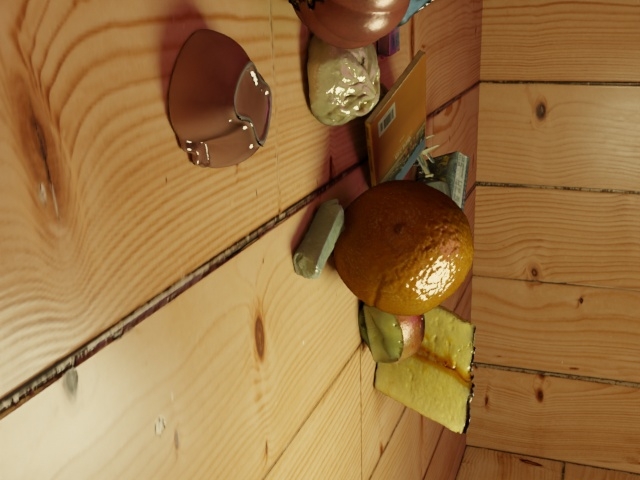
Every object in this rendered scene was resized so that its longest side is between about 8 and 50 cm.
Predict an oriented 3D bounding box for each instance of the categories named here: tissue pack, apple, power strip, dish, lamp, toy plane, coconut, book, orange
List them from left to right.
[{"bbox_3d":[-0.134,-0.204,1.154,0.213,0.090,0.213,5,90,-71],"label":"dish"},{"bbox_3d":[0.033,-0.486,1.335,0.305,0.239,0.305,170,-90,-67],"label":"lamp"},{"bbox_3d":[0.139,-0.346,1.910,0.083,0.082,0.081,80,-10,-58],"label":"coconut"},{"bbox_3d":[0.175,-0.614,2.001,0.109,0.037,0.279,-47,138,-59],"label":"power strip"},{"bbox_3d":[0.196,0.221,2.063,0.188,0.174,0.207,67,-16,-19],"label":"apple"},{"bbox_3d":[0.202,-0.274,1.997,0.262,0.028,0.374,-54,157,-23],"label":"book"},{"bbox_3d":[0.192,0.021,1.788,0.357,0.322,0.322,42,55,-76],"label":"orange"},{"bbox_3d":[0.253,-0.266,2.241,0.262,0.088,0.192,-14,78,-48],"label":"toy plane"},{"bbox_3d":[0.378,-0.145,2.479,0.081,0.185,0.257,19,74,-32],"label":"tissue pack"}]

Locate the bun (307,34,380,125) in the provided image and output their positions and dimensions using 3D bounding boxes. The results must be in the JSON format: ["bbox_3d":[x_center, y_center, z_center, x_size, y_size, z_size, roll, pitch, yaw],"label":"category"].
[{"bbox_3d":[0.056,-0.341,1.600,0.231,0.133,0.231,7,90,-72],"label":"bun"}]

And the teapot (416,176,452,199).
[{"bbox_3d":[0.324,-0.054,2.297,0.171,0.203,0.225,69,-1,-65],"label":"teapot"}]

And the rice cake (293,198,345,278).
[{"bbox_3d":[0.000,0.000,1.623,0.069,0.063,0.206,84,23,-43],"label":"rice cake"}]

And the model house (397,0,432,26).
[{"bbox_3d":[0.151,-0.615,1.560,0.237,0.215,0.303,58,12,13],"label":"model house"}]

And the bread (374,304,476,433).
[{"bbox_3d":[0.336,0.344,2.277,0.242,0.405,0.346,28,81,-58],"label":"bread"}]
